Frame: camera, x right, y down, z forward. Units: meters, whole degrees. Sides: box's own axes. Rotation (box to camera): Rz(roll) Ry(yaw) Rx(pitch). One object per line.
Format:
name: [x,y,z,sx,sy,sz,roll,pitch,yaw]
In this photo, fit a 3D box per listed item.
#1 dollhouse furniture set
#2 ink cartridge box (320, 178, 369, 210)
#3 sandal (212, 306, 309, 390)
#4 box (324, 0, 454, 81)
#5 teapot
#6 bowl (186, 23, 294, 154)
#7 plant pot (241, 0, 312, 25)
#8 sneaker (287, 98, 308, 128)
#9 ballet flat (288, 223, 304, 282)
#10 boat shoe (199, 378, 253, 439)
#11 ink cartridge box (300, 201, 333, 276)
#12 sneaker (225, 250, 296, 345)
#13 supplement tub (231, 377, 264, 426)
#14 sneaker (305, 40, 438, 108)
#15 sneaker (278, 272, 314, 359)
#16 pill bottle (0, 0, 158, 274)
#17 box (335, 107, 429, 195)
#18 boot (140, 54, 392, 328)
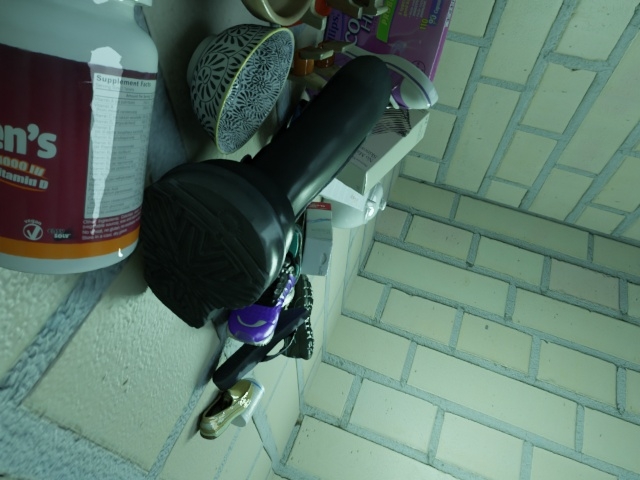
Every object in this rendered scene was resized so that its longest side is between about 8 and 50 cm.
dollhouse furniture set: [0.010,-0.428,0.779,0.259,0.135,0.262,-43,151,-44]
ink cartridge box: [0.068,-0.178,1.285,0.179,0.045,0.145,18,90,-38]
sandal: [-0.127,0.241,1.016,0.254,0.054,0.097,-39,-160,-16]
box: [0.148,-0.467,0.963,0.117,0.243,0.213,-51,157,-59]
teapot: [0.123,-0.141,1.495,0.252,0.187,0.256,92,21,-52]
bowl: [-0.110,-0.200,0.560,0.170,0.080,0.170,-57,177,-5]
plant pot: [-0.066,-0.363,0.474,0.237,0.110,0.237,19,90,-79]
sneaker: [-0.043,-0.214,0.924,0.087,0.083,0.221,-39,-160,37]
ballet flat: [-0.075,0.041,1.176,0.070,0.070,0.188,-51,158,-60]
boat shoe: [-0.214,0.378,1.066,0.190,0.068,0.072,-46,141,-64]
ink cartridge box: [-0.011,-0.007,1.232,0.175,0.072,0.127,-90,-171,-54]
sneaker: [-0.120,0.102,0.989,0.293,0.102,0.146,-63,168,-66]
supplement tub: [-0.197,0.418,1.178,0.107,0.071,0.071,-57,162,-47]
sneaker: [0.081,-0.272,0.870,0.161,0.282,0.102,-51,138,-3]
sneaker: [-0.078,0.231,1.395,0.101,0.106,0.267,34,55,-73]
pill bottle: [-0.183,-0.098,0.322,0.121,0.121,0.221,-42,149,-67]
box: [0.152,-0.246,1.147,0.275,0.113,0.094,-46,159,-26]
boot: [-0.022,-0.108,0.598,0.445,0.146,0.367,-47,-172,-30]
